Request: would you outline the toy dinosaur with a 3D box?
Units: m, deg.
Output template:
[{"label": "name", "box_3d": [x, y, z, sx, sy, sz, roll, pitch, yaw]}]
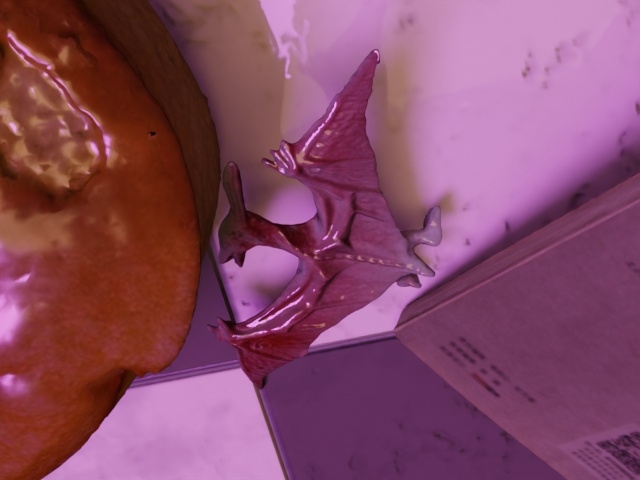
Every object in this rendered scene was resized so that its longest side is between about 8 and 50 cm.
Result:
[{"label": "toy dinosaur", "box_3d": [0.001, 0.001, 0.505, 0.108, 0.032, 0.220, 5, 134, -17]}]

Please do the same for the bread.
[{"label": "bread", "box_3d": [-0.174, -0.019, 0.471, 0.269, 0.148, 0.270, 2, 112, 6]}]

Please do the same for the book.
[{"label": "book", "box_3d": [0.183, 0.053, 0.466, 0.215, 0.025, 0.282, 41, 141, -14]}]
